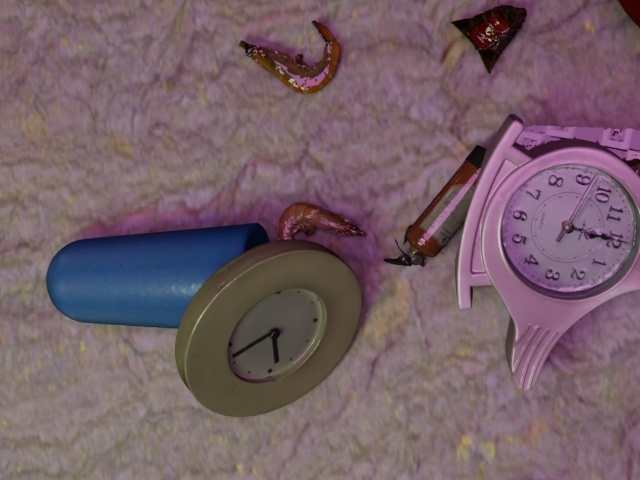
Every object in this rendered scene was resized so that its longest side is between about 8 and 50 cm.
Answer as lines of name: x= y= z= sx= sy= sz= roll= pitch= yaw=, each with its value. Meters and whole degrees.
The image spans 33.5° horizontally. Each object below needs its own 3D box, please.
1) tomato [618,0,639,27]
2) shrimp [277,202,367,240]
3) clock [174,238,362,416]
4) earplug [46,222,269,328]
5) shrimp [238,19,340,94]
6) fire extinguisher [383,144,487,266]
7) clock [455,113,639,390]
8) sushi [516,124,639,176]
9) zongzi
tomato: x=0.454 y=-0.332 z=1.101 sx=0.290 sy=0.293 sz=0.325 roll=-43 pitch=94 yaw=1
shrimp: x=0.000 y=0.000 z=1.310 sx=0.114 sy=0.023 sz=0.083 roll=13 pitch=94 yaw=16
clock: x=-0.056 y=0.104 z=1.230 sx=0.235 sy=0.235 sz=0.029 roll=-51 pitch=46 yaw=6
earplug: x=-0.204 y=0.048 z=1.299 sx=0.273 sy=0.132 sz=0.132 roll=-1 pitch=89 yaw=14
shrimp: x=-0.038 y=-0.236 z=1.319 sx=0.127 sy=0.025 sz=0.091 roll=21 pitch=93 yaw=6
fire extinguisher: x=0.147 y=-0.033 z=1.267 sx=0.177 sy=0.062 sz=0.050 roll=-51 pitch=40 yaw=6
clock: x=0.287 y=0.035 z=1.204 sx=0.275 sy=0.080 sz=0.290 roll=18 pitch=103 yaw=4
sushi: x=0.317 y=-0.065 z=1.246 sx=0.201 sy=0.031 sz=0.139 roll=4 pitch=97 yaw=8
zongzi: x=0.205 y=-0.238 z=1.269 sx=0.083 sy=0.067 sz=0.073 roll=-15 pitch=98 yaw=28
